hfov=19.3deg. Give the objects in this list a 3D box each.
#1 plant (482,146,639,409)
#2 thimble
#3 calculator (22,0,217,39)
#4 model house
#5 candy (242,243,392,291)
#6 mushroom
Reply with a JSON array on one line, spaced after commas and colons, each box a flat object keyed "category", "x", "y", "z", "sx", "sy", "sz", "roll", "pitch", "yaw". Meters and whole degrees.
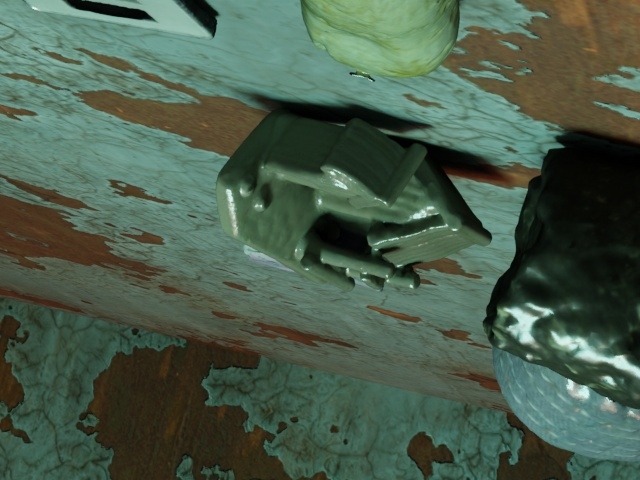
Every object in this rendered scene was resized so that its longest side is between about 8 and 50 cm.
[{"category": "plant", "x": 0.276, "y": 0.045, "z": 1.480, "sx": 0.276, "sy": 0.188, "sz": 0.199, "roll": 15, "pitch": 171, "yaw": -1}, {"category": "thimble", "x": 0.281, "y": 0.095, "z": 1.696, "sx": 0.236, "sy": 0.205, "sz": 0.172, "roll": 34, "pitch": 162, "yaw": -2}, {"category": "calculator", "x": -0.181, "y": -0.195, "z": 1.285, "sx": 0.161, "sy": 0.021, "sz": 0.262, "roll": 11, "pitch": 169, "yaw": 21}, {"category": "model house", "x": 0.038, "y": -0.030, "z": 1.611, "sx": 0.188, "sy": 0.122, "sz": 0.229, "roll": 7, "pitch": 165, "yaw": 28}, {"category": "candy", "x": 0.000, "y": 0.000, "z": 1.980, "sx": 0.160, "sy": 0.073, "sz": 0.092, "roll": 13, "pitch": 175, "yaw": 5}, {"category": "mushroom", "x": 0.033, "y": -0.149, "z": 1.063, "sx": 0.100, "sy": 0.081, "sz": 0.312, "roll": 20, "pitch": 172, "yaw": 4}]
